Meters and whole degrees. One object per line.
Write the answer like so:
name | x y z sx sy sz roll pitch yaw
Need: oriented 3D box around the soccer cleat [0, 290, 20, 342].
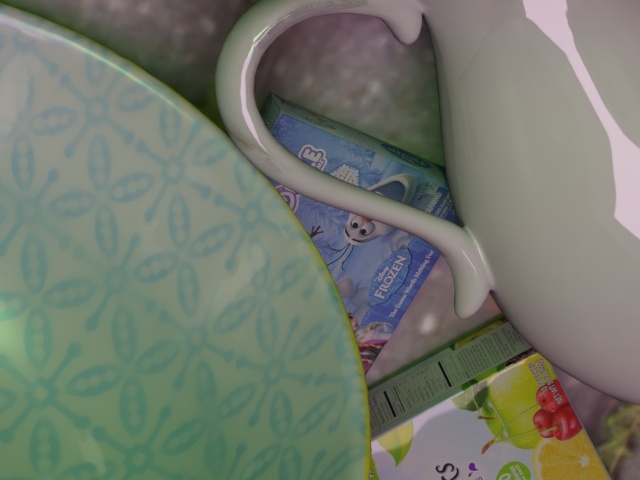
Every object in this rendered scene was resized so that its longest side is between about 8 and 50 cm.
soccer cleat | -0.142 0.051 0.688 0.035 0.029 0.083 28 106 -17

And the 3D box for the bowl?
bowl | -0.145 0.071 0.578 0.289 0.289 0.156 11 139 -19

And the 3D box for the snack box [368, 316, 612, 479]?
snack box | 0.072 0.110 0.768 0.100 0.037 0.141 -28 122 4

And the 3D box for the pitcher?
pitcher | 0.075 -0.031 0.638 0.177 0.125 0.207 -33 114 -5

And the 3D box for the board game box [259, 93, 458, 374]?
board game box | 0.000 0.000 0.698 0.090 0.020 0.090 21 112 -23
